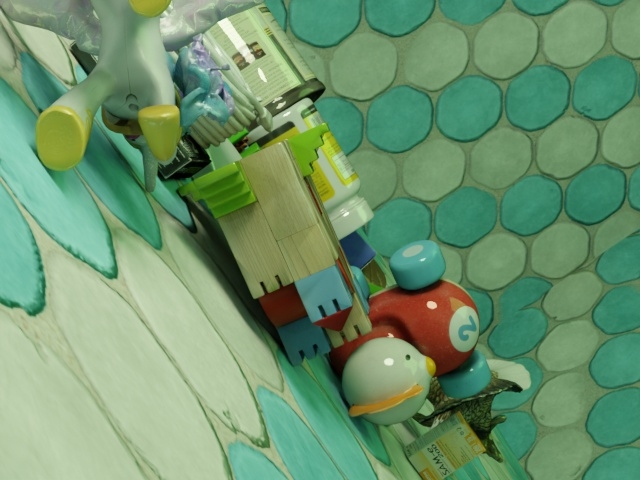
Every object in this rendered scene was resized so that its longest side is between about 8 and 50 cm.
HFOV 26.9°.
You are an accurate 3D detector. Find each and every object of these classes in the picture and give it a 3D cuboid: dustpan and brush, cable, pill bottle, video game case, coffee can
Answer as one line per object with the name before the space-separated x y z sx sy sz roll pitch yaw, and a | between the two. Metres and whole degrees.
dustpan and brush | -0.168 -0.130 1.792 0.211 0.060 0.147 61 17 -5
cable | -0.178 -0.231 1.619 0.257 0.089 0.257 54 5 14
pill bottle | -0.013 -0.100 2.033 0.208 0.119 0.119 59 5 -4
video game case | -0.025 -0.052 2.215 0.269 0.061 0.244 48 -4 1
coffee can | -0.150 -0.301 2.178 0.275 0.201 0.201 55 5 2

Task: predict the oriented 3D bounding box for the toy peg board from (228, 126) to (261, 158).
toy peg board | -0.103 -0.094 1.976 0.161 0.079 0.160 56 5 6

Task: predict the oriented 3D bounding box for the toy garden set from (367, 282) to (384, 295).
toy garden set | 0.074 0.098 2.173 0.204 0.049 0.244 17 -4 20

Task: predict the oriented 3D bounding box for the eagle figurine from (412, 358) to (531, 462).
eagle figurine | 0.203 0.241 2.091 0.298 0.226 0.225 57 22 -47

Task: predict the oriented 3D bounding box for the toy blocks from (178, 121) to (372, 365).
toy blocks | -0.028 0.019 1.562 0.381 0.191 0.261 -69 136 -85

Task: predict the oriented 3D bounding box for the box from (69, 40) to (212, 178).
box | -0.209 -0.160 1.595 0.190 0.045 0.184 55 2 0

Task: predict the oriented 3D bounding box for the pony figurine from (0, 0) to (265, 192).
pony figurine | -0.182 -0.219 1.241 0.363 0.303 0.351 -86 173 -88

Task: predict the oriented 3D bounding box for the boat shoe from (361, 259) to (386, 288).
boat shoe | 0.000 0.000 2.406 0.285 0.089 0.104 54 30 16

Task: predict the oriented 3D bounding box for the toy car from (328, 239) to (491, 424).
toy car | 0.107 0.160 1.736 0.238 0.210 0.219 -82 150 -64

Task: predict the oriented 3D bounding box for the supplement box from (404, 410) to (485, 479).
supplement box | 0.178 0.300 1.926 0.062 0.098 0.036 54 4 -20
